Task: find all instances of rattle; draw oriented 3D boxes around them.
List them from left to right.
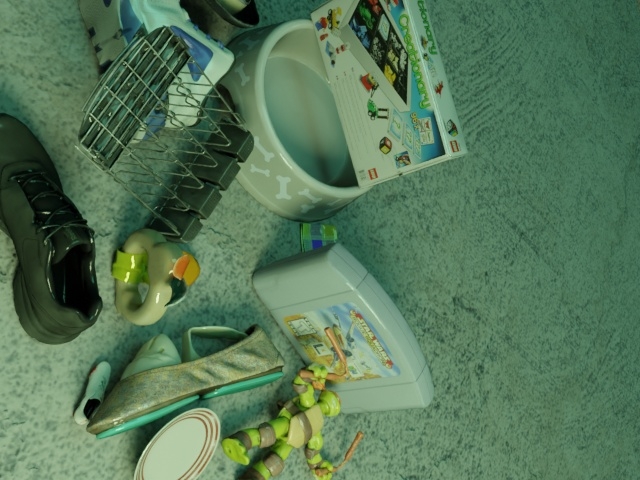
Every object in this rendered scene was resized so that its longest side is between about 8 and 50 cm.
[{"bbox_3d":[-0.174,0.050,0.925,0.143,0.200,0.130,26,63,-36],"label":"rattle"}]

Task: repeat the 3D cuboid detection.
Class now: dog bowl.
[{"bbox_3d":[-0.015,-0.210,1.214,0.349,0.102,0.348,12,71,-40],"label":"dog bowl"}]

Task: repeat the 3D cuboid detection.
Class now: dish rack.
[{"bbox_3d":[-0.201,-0.133,0.934,0.208,0.074,0.271,-60,146,-16],"label":"dish rack"}]

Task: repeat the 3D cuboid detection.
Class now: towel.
[{"bbox_3d":[0.000,0.000,1.235,0.083,0.009,0.060,6,76,-42],"label":"towel"}]

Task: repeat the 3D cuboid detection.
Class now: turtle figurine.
[{"bbox_3d":[-0.041,0.267,1.062,0.217,0.087,0.269,-28,127,-37],"label":"turtle figurine"}]

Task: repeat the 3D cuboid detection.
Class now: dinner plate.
[{"bbox_3d":[-0.188,0.279,0.941,0.141,0.017,0.141,-30,134,-38],"label":"dinner plate"}]

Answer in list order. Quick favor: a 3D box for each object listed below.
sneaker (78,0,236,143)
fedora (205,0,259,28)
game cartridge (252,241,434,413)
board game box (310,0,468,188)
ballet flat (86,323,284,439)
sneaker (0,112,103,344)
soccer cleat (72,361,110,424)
[{"bbox_3d":[-0.227,-0.296,1.034,0.182,0.128,0.315,-10,93,-48],"label":"sneaker"},{"bbox_3d":[-0.139,-0.490,1.057,0.334,0.153,0.334,57,17,-28],"label":"fedora"},{"bbox_3d":[0.042,0.146,1.106,0.297,0.198,0.062,57,49,-16],"label":"game cartridge"},{"bbox_3d":[0.101,-0.251,1.128,0.053,0.193,0.305,-16,91,-44],"label":"board game box"},{"bbox_3d":[-0.183,0.175,0.967,0.316,0.108,0.106,-7,71,-51],"label":"ballet flat"},{"bbox_3d":[-0.324,-0.020,0.854,0.109,0.130,0.286,-25,95,-42],"label":"sneaker"},{"bbox_3d":[-0.281,0.191,0.902,0.029,0.036,0.083,39,56,-29],"label":"soccer cleat"}]
